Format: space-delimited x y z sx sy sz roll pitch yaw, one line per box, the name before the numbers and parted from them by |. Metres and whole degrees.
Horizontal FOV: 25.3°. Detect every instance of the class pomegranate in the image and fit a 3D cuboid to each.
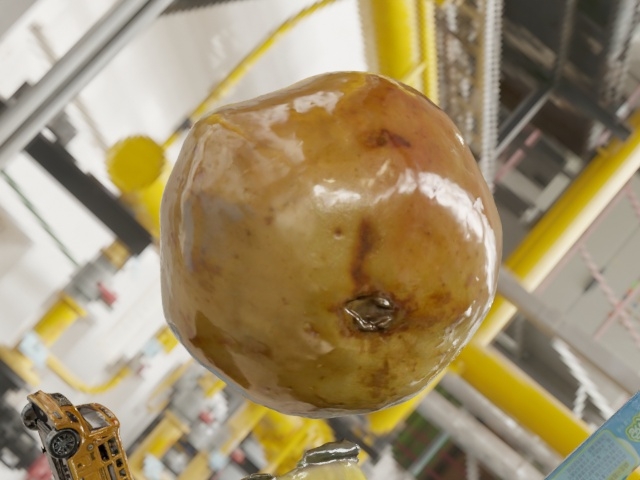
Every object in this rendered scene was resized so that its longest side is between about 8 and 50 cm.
pomegranate | 0.000 0.000 1.551 0.410 0.410 0.410 40 -12 10

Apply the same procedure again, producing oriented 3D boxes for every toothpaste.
toothpaste | 0.245 0.198 1.256 0.050 0.267 0.065 46 -4 15

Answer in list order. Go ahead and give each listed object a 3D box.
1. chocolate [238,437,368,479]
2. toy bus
chocolate | 0.046 0.383 1.086 0.162 0.162 0.445 72 -6 -68
toy bus | -0.253 0.243 1.541 0.083 0.088 0.194 30 -41 51
